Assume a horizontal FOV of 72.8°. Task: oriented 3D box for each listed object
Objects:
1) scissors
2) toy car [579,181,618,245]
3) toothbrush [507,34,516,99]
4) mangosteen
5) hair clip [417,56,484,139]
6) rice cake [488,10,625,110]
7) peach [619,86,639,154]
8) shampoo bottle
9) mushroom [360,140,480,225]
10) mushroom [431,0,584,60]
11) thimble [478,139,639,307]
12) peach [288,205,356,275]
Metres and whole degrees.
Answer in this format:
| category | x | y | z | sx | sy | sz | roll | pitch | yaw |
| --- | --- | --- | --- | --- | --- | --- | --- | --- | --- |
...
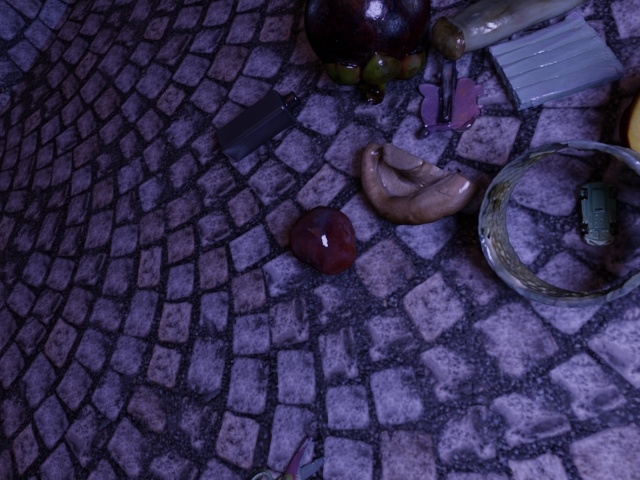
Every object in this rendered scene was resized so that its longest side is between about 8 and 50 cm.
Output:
| category | x | y | z | sx | sy | sz | roll | pitch | yaw |
| --- | --- | --- | --- | --- | --- | --- | --- | --- | --- |
| scissors | -0.064 | 0.488 | 0.886 | 0.187 | 0.020 | 0.133 | -50 | 55 | 4 |
| toy car | 0.505 | -0.049 | 0.788 | 0.059 | 0.035 | 0.122 | 0 | 81 | 26 |
| toothbrush | 0.429 | -0.426 | 0.964 | 0.018 | 0.024 | 0.257 | 1 | 74 | 26 |
| mangosteen | 0.107 | -0.492 | 0.988 | 0.300 | 0.300 | 0.300 | -8 | 69 | 23 |
| hair clip | 0.293 | -0.321 | 0.982 | 0.146 | 0.056 | 0.187 | -3 | 80 | 24 |
| rice cake | 0.478 | -0.371 | 0.899 | 0.198 | 0.037 | 0.189 | -23 | 68 | 11 |
| peach | 0.631 | -0.171 | 0.652 | 0.245 | 0.248 | 0.274 | -23 | 67 | -7 |
| shampoo bottle | -0.164 | -0.317 | 1.178 | 0.246 | 0.080 | 0.079 | -32 | 63 | 13 |
| mushroom | 0.182 | -0.104 | 0.906 | 0.286 | 0.156 | 0.151 | 35 | 102 | 43 |
| mushroom | 0.403 | -0.489 | 0.933 | 0.333 | 0.087 | 0.107 | -23 | 73 | 6 |
| thimble | 0.406 | -0.030 | 0.703 | 0.271 | 0.150 | 0.270 | 8 | 101 | 42 |
| peach | 0.000 | 0.000 | 0.949 | 0.152 | 0.152 | 0.152 | -8 | 69 | 23 |
